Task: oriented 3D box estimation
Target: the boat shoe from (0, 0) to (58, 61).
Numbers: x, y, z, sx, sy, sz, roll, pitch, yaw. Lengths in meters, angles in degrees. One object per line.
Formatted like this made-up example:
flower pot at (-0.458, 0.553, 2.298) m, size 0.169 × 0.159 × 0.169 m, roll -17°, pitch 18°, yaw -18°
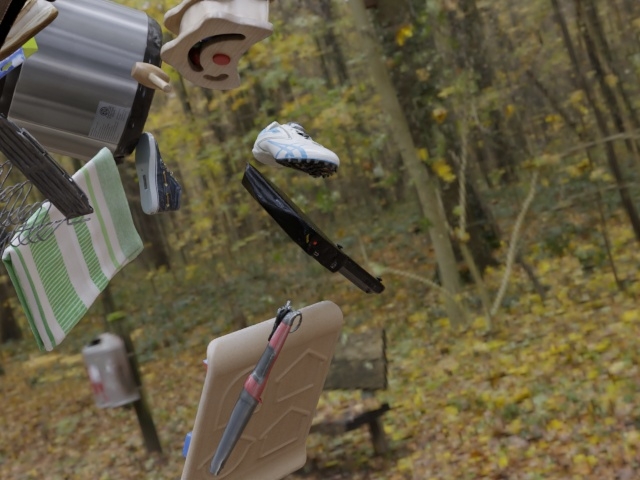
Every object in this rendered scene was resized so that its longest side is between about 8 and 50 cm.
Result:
boat shoe at (-0.519, -0.350, 1.513) m, size 0.170 × 0.059 × 0.063 m, roll -38°, pitch 9°, yaw -4°

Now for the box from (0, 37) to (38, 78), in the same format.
box at (-0.583, -0.388, 1.666) m, size 0.109 × 0.178 × 0.042 m, roll -24°, pitch -7°, yaw 34°

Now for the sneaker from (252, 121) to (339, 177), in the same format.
sneaker at (-0.042, -0.160, 1.551) m, size 0.085 × 0.086 × 0.237 m, roll 22°, pitch 0°, yaw -33°

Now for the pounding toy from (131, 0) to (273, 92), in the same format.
pounding toy at (-0.172, -0.286, 1.452) m, size 0.154 × 0.154 × 0.270 m, roll 18°, pitch -27°, yaw -38°

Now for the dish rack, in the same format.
dish rack at (-0.444, -0.065, 1.224) m, size 0.272 × 0.208 × 0.074 m, roll -11°, pitch 42°, yaw 38°

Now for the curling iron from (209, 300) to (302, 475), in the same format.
curling iron at (-0.092, 0.215, 1.313) m, size 0.035 × 0.274 × 0.068 m, roll 24°, pitch -2°, yaw 13°

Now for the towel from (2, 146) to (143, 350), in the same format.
towel at (-0.450, 0.016, 1.688) m, size 0.038 × 0.247 × 0.325 m, roll 7°, pitch 39°, yaw 23°

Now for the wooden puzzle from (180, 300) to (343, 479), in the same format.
wooden puzzle at (-0.116, 0.284, 1.580) m, size 0.081 × 0.347 × 0.322 m, roll 27°, pitch 27°, yaw 33°

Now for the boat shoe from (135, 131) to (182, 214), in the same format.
boat shoe at (-0.363, -0.151, 2.042) m, size 0.083 × 0.183 × 0.065 m, roll -6°, pitch 3°, yaw -43°

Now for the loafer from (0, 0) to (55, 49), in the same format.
loafer at (-0.349, -0.358, 1.134) m, size 0.366 × 0.130 × 0.134 m, roll -47°, pitch 10°, yaw 2°

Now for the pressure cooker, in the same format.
pressure cooker at (-0.590, -0.381, 1.990) m, size 0.421 × 0.369 × 0.375 m, roll 13°, pitch -6°, yaw -23°

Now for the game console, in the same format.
game console at (0.000, 0.000, 1.606) m, size 0.044 × 0.213 × 0.361 m, roll -46°, pitch -37°, yaw 3°
